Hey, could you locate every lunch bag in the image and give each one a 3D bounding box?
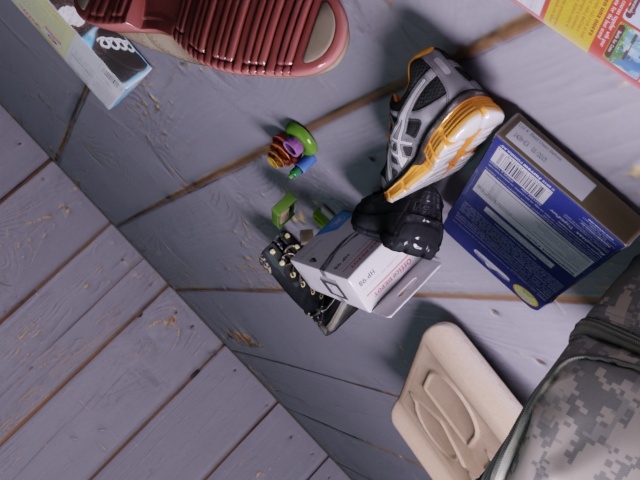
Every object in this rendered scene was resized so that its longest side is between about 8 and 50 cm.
[{"bbox_3d":[0.298,0.187,0.617,0.305,0.256,0.213,28,157,42],"label":"lunch bag"}]

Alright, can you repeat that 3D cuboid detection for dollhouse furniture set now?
[{"bbox_3d":[0.000,0.000,1.184,0.151,0.076,0.058,43,164,10],"label":"dollhouse furniture set"}]

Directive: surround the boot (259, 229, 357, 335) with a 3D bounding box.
[{"bbox_3d":[-0.016,0.059,1.347,0.178,0.085,0.236,46,164,5],"label":"boot"}]

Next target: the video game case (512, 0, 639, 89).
[{"bbox_3d":[0.173,-0.175,0.465,0.285,0.025,0.204,41,162,15],"label":"video game case"}]

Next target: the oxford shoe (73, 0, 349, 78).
[{"bbox_3d":[-0.095,-0.231,0.862,0.348,0.123,0.130,25,-176,33],"label":"oxford shoe"}]

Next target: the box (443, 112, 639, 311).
[{"bbox_3d":[0.191,-0.015,0.772,0.136,0.036,0.225,43,163,9],"label":"box"}]

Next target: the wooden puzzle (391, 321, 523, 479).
[{"bbox_3d":[0.242,0.299,1.206,0.322,0.080,0.348,53,157,22],"label":"wooden puzzle"}]

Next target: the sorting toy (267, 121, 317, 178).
[{"bbox_3d":[-0.039,-0.110,1.078,0.061,0.042,0.102,47,163,-8],"label":"sorting toy"}]

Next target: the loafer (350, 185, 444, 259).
[{"bbox_3d":[0.087,-0.031,0.928,0.076,0.078,0.223,16,-177,-11],"label":"loafer"}]

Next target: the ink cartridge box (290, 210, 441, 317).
[{"bbox_3d":[0.055,0.026,1.069,0.180,0.104,0.060,16,145,57],"label":"ink cartridge box"}]

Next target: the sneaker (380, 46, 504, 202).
[{"bbox_3d":[0.094,-0.099,0.754,0.083,0.084,0.215,59,162,8],"label":"sneaker"}]

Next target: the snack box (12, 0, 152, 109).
[{"bbox_3d":[-0.410,-0.361,1.330,0.322,0.060,0.187,49,162,-14],"label":"snack box"}]
